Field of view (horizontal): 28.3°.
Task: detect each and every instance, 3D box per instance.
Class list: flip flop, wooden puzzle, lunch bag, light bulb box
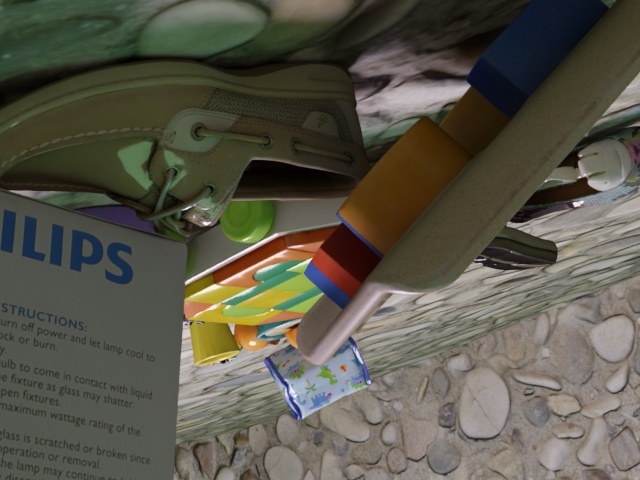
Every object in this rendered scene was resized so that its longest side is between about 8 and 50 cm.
[{"bbox_3d":[0.171,-0.027,1.432,0.277,0.080,0.112,17,166,-40],"label":"flip flop"},{"bbox_3d":[0.104,-0.064,0.923,0.322,0.080,0.348,-47,-179,-16],"label":"wooden puzzle"},{"bbox_3d":[-0.009,0.186,1.898,0.129,0.096,0.151,-25,-155,-9],"label":"lunch bag"},{"bbox_3d":[-0.287,0.183,0.861,0.225,0.361,0.358,19,153,-39],"label":"light bulb box"}]

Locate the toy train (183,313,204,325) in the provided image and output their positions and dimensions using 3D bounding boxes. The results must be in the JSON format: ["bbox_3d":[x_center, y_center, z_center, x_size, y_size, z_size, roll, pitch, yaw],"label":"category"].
[{"bbox_3d":[-0.197,0.097,1.645,0.158,0.027,0.036,-5,152,-47],"label":"toy train"}]

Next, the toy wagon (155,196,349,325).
[{"bbox_3d":[0.000,0.000,1.259,0.344,0.068,0.267,-26,157,37],"label":"toy wagon"}]

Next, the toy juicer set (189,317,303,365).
[{"bbox_3d":[-0.011,0.112,1.834,0.329,0.089,0.209,-23,167,24],"label":"toy juicer set"}]

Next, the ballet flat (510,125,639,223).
[{"bbox_3d":[0.286,-0.074,1.443,0.221,0.077,0.079,-19,166,29],"label":"ballet flat"}]

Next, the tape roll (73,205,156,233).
[{"bbox_3d":[-0.235,0.038,1.157,0.189,0.080,0.189,-18,170,-3],"label":"tape roll"}]

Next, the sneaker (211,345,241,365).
[{"bbox_3d":[-0.153,0.180,2.068,0.040,0.044,0.109,-27,167,32],"label":"sneaker"}]

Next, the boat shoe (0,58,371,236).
[{"bbox_3d":[-0.089,-0.058,0.862,0.302,0.098,0.109,-9,166,-39],"label":"boat shoe"}]
